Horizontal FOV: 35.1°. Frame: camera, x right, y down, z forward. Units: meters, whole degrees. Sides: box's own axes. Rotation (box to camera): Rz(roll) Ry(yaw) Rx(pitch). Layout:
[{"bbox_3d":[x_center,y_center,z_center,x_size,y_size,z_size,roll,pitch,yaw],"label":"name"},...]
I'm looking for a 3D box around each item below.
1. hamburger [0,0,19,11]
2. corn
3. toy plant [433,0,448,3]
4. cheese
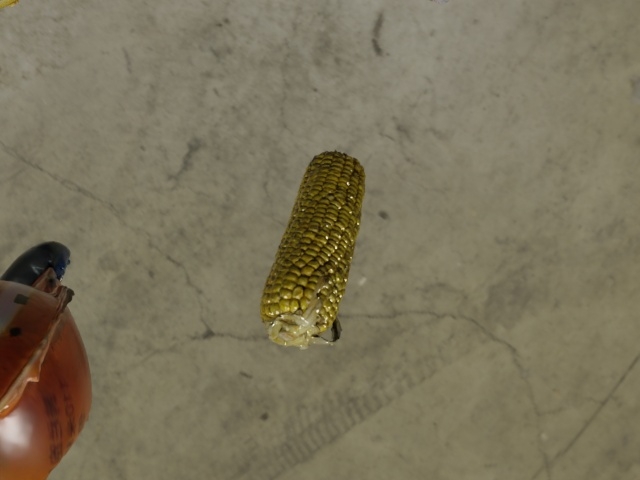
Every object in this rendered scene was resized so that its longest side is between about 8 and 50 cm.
[{"bbox_3d":[-0.330,-0.288,0.920,0.173,0.210,0.116,-53,155,-6],"label":"hamburger"},{"bbox_3d":[0.000,0.000,1.253,0.106,0.106,0.293,51,42,-38],"label":"corn"},{"bbox_3d":[0.050,-0.351,1.040,0.232,0.243,0.112,23,127,-38],"label":"toy plant"},{"bbox_3d":[-0.237,0.099,0.722,0.129,0.329,0.217,40,104,-16],"label":"cheese"}]
